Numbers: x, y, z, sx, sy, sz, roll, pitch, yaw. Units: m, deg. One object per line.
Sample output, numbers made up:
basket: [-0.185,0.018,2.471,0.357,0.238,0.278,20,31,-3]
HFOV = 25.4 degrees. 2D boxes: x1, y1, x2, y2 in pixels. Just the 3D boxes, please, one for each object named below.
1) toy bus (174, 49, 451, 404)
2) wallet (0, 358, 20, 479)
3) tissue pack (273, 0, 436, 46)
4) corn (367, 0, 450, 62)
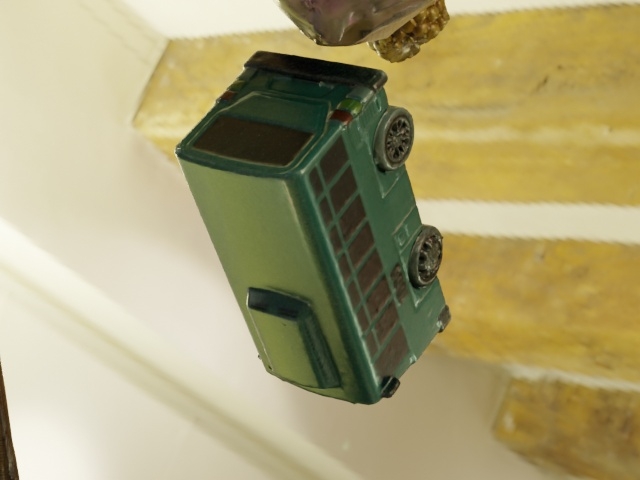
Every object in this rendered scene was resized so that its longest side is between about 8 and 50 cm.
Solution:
toy bus: [0.000,0.000,1.063,0.128,0.147,0.256,14,-41,34]
wallet: [-0.404,0.178,1.567,0.124,0.230,0.042,-2,21,3]
tissue pack: [0.054,-0.216,0.960,0.123,0.215,0.257,55,3,-14]
corn: [0.024,-0.318,1.361,0.318,0.115,0.115,60,-17,10]
